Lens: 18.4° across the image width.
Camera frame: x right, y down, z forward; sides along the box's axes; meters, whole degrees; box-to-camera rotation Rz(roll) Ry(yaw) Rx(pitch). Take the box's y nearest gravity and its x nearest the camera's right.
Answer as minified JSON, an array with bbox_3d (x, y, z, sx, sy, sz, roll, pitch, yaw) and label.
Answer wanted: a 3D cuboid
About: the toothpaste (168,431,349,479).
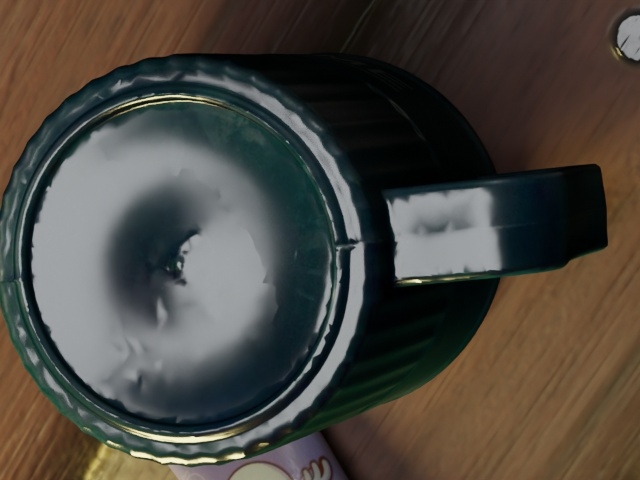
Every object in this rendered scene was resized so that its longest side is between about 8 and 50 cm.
[{"bbox_3d":[-0.005,0.215,1.356,0.125,0.080,0.371,-38,76,21],"label":"toothpaste"}]

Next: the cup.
[{"bbox_3d":[-0.010,0.016,1.181,0.308,0.292,0.242,25,100,15],"label":"cup"}]
